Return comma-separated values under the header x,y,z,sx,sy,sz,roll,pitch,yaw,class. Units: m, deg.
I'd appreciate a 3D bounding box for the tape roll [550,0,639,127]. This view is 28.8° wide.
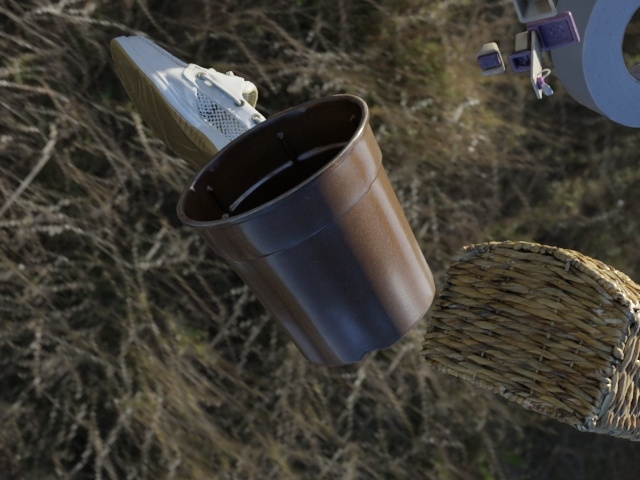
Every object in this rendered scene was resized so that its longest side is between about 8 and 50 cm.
x,y,z,sx,sy,sz,roll,pitch,yaw,class
0.384,-0.247,1.476,0.219,0.072,0.219,-10,117,-21,tape roll

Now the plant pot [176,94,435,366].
x,y,z,sx,sy,sz,roll,pitch,yaw,class
0.000,0.000,0.982,0.167,0.167,0.165,-39,115,-19,plant pot

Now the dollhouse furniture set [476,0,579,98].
x,y,z,sx,sy,sz,roll,pitch,yaw,class
0.165,-0.176,1.070,0.114,0.091,0.081,58,31,-43,dollhouse furniture set

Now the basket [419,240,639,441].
x,y,z,sx,sy,sz,roll,pitch,yaw,class
0.326,0.123,1.669,0.223,0.299,0.213,17,92,-46,basket

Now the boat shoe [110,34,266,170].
x,y,z,sx,sy,sz,roll,pitch,yaw,class
-0.105,-0.126,1.274,0.096,0.277,0.098,-39,159,-19,boat shoe
